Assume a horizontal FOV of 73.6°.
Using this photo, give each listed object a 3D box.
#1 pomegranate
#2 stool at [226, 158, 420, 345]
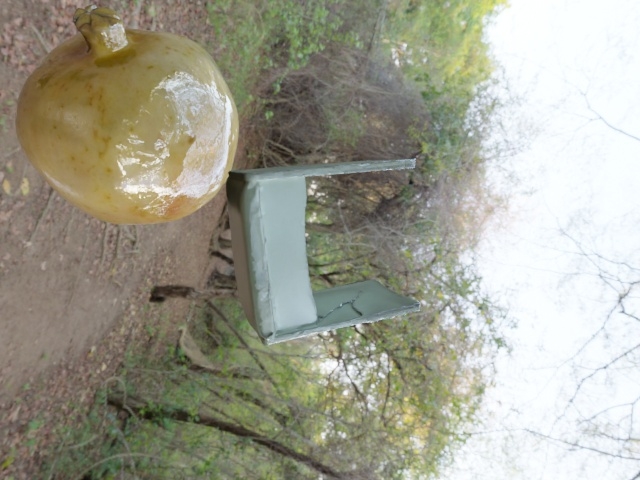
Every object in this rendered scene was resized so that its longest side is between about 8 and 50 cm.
[{"bbox_3d":[-0.354,-0.228,0.817,0.411,0.412,0.411,-165,-90,-82],"label":"pomegranate"},{"bbox_3d":[0.000,0.000,0.690,0.170,0.270,0.243,-153,-123,-67],"label":"stool"}]
